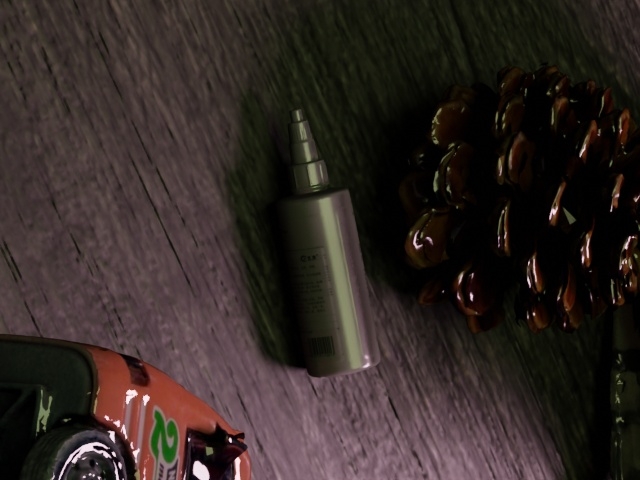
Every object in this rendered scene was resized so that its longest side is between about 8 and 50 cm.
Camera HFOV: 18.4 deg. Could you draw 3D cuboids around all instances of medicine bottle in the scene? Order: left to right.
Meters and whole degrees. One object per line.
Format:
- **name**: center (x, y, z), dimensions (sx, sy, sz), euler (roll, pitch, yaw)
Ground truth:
- **medicine bottle**: center (0.000, 0.000, 1.469), dimensions (0.057, 0.057, 0.199), euler (-15, 96, -37)

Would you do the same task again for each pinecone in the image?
- **pinecone**: center (0.176, -0.030, 1.518), dimensions (0.221, 0.221, 0.221), euler (2, 87, -38)

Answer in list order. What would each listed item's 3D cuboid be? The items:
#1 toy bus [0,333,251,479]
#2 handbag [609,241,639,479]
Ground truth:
- **toy bus**: center (-0.179, 0.280, 1.217), dimensions (0.233, 0.203, 0.427), euler (21, 74, -53)
- **handbag**: center (0.380, 0.070, 1.593), dimensions (0.162, 0.325, 0.327), euler (12, 79, -33)
